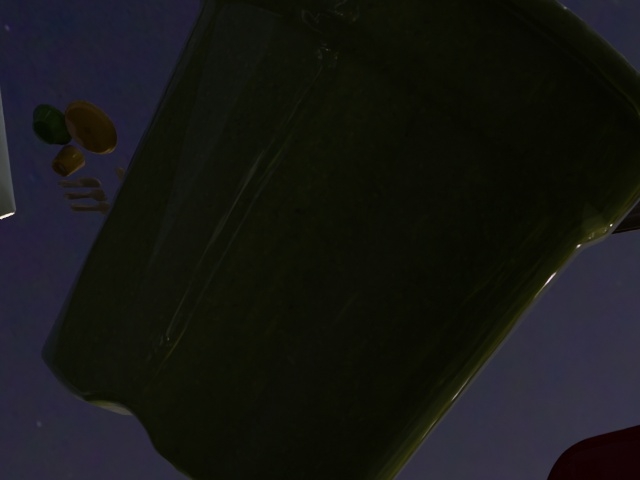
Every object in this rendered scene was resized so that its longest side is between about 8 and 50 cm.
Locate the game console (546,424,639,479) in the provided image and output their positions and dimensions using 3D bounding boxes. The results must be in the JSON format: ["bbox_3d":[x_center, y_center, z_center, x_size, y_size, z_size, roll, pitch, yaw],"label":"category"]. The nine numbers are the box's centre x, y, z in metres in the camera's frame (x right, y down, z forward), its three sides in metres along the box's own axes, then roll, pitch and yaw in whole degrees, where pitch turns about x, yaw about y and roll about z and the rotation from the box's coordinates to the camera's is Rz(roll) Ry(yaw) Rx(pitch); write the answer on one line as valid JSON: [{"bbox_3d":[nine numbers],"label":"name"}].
[{"bbox_3d":[0.104,0.116,0.285,0.085,0.144,0.124,39,-36,-17],"label":"game console"}]

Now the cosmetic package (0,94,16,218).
[{"bbox_3d":[-0.369,-0.068,0.662,0.385,0.156,0.217,-23,-59,-44],"label":"cosmetic package"}]

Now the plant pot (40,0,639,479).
[{"bbox_3d":[0.000,0.000,0.638,0.254,0.276,0.276,-58,-39,-4],"label":"plant pot"}]

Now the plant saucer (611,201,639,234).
[{"bbox_3d":[0.259,-0.022,1.178,0.278,0.041,0.278,-9,-3,-1],"label":"plant saucer"}]

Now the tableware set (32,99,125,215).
[{"bbox_3d":[-0.153,-0.067,0.964,0.024,0.154,0.104,-52,-49,-42],"label":"tableware set"}]
